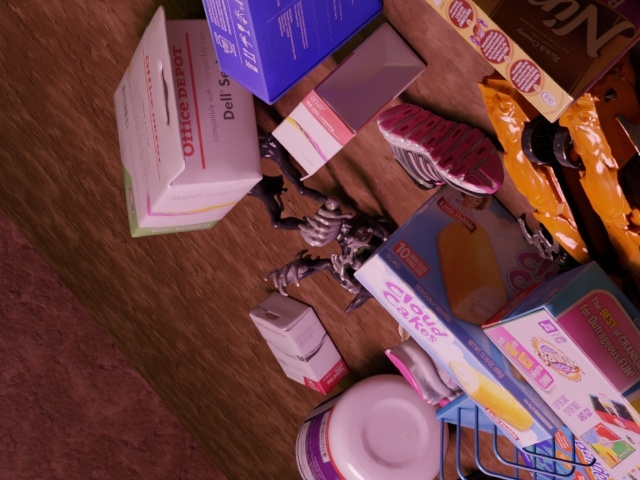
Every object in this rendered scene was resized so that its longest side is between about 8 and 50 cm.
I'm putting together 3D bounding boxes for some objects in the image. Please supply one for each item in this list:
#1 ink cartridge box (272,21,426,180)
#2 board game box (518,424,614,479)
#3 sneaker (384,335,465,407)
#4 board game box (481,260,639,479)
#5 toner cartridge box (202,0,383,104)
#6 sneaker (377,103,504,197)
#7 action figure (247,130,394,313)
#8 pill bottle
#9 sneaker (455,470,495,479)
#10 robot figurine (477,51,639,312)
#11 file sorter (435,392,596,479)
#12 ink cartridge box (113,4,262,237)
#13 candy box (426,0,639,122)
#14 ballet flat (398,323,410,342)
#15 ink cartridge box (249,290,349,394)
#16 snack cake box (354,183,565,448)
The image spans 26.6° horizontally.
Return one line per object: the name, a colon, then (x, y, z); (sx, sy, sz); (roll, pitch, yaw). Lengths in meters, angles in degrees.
ink cartridge box: (0.021, -0.141, 1.427); (0.067, 0.115, 0.198); (47, 159, -3)
board game box: (0.322, 0.261, 1.675); (0.210, 0.047, 0.160); (17, 143, 52)
sneaker: (0.176, 0.154, 1.692); (0.103, 0.111, 0.252); (50, -175, 22)
board game box: (0.303, 0.171, 1.272); (0.316, 0.064, 0.242); (49, 170, 1)
toner cartridge box: (-0.036, -0.294, 1.191); (0.075, 0.165, 0.348); (36, 156, 27)
sneaker: (0.130, -0.082, 1.403); (0.170, 0.063, 0.075); (33, 157, 41)
action figure: (0.000, 0.000, 1.681); (0.276, 0.141, 0.164); (45, 132, 15)
pill bottle: (0.068, 0.317, 2.085); (0.181, 0.181, 0.323); (46, 160, 1)
sneaker: (0.246, 0.439, 1.973); (0.271, 0.100, 0.108); (-118, 2, -60)
robot figurine: (0.259, -0.033, 1.205); (0.211, 0.085, 0.291); (16, 143, 54)
file sorter: (0.225, 0.229, 1.563); (0.118, 0.105, 0.170); (17, 148, -21)
ink cartridge box: (-0.161, -0.141, 1.654); (0.353, 0.119, 0.207); (146, 117, -70)
candy box: (0.158, -0.197, 1.067); (0.187, 0.109, 0.053); (45, 159, 6)
ballet flat: (0.127, 0.114, 1.764); (0.067, 0.073, 0.206); (54, 160, 24)
ink cartridge box: (-0.034, 0.163, 2.169); (0.109, 0.063, 0.150); (21, 147, 50)
snack cake box: (0.185, 0.073, 1.449); (0.264, 0.152, 0.089); (46, 158, 1)
